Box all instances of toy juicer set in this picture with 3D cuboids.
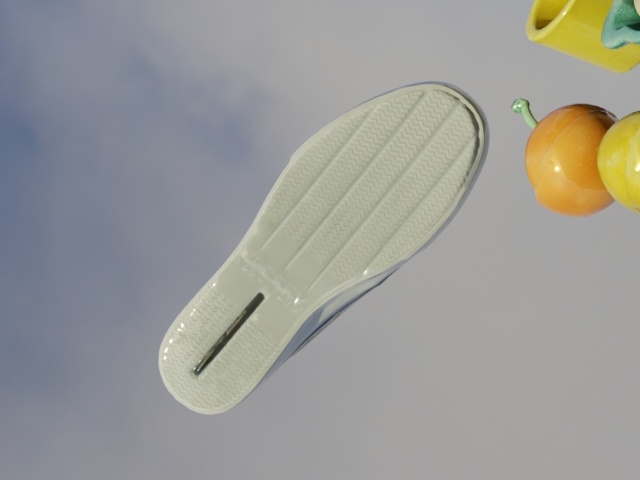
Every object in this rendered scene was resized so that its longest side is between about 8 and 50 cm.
[{"bbox_3d":[0.184,-0.123,0.732,0.089,0.329,0.209,28,-119,-14],"label":"toy juicer set"}]

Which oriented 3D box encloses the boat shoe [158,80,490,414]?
[{"bbox_3d":[0.000,0.000,1.073,0.109,0.302,0.094,47,-163,2],"label":"boat shoe"}]
